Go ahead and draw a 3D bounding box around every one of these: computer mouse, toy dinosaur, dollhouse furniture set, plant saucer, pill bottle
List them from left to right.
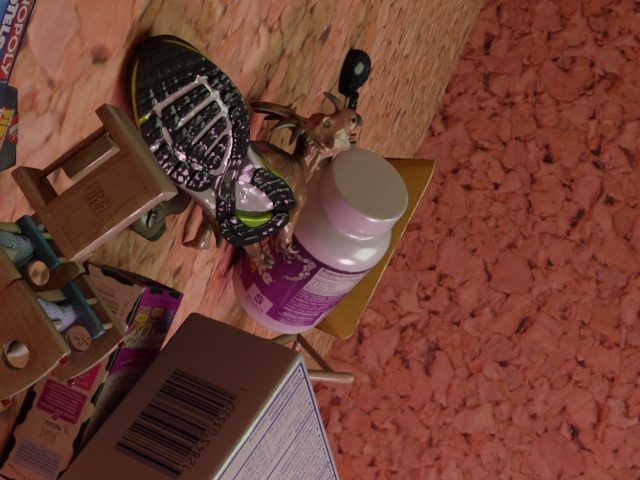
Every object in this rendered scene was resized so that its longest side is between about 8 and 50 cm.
[{"bbox_3d":[-0.172,0.012,0.810,0.183,0.129,0.129,-35,175,8],"label":"dollhouse furniture set"},{"bbox_3d":[-0.078,-0.086,1.422,0.295,0.127,0.200,-27,132,-57],"label":"toy dinosaur"},{"bbox_3d":[0.000,0.000,1.641,0.301,0.169,0.169,-49,-174,45],"label":"pill bottle"},{"bbox_3d":[0.029,-0.015,1.925,0.333,0.081,0.333,-62,-159,-6],"label":"plant saucer"},{"bbox_3d":[0.065,-0.270,2.021,0.242,0.041,0.071,89,24,-70],"label":"computer mouse"}]

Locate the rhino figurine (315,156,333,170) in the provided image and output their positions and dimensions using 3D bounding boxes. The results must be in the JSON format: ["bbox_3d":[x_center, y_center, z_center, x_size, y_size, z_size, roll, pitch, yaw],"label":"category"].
[{"bbox_3d":[-0.015,-0.098,1.874,0.106,0.073,0.243,90,22,-77],"label":"rhino figurine"}]

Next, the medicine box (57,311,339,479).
[{"bbox_3d":[-0.121,0.276,1.199,0.263,0.149,0.289,-54,149,-31],"label":"medicine box"}]

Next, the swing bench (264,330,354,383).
[{"bbox_3d":[-0.116,0.298,1.868,0.254,0.165,0.253,-3,123,-39],"label":"swing bench"}]

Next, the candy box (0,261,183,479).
[{"bbox_3d":[-0.238,0.146,1.174,0.159,0.071,0.233,40,72,-80],"label":"candy box"}]

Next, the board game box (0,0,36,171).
[{"bbox_3d":[-0.233,-0.100,0.657,0.194,0.060,0.194,-19,131,-79],"label":"board game box"}]

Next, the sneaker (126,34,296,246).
[{"bbox_3d":[-0.127,-0.107,1.134,0.111,0.121,0.300,-36,146,-7],"label":"sneaker"}]

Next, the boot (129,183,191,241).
[{"bbox_3d":[-0.171,-0.057,1.186,0.087,0.042,0.118,80,26,-59],"label":"boot"}]
